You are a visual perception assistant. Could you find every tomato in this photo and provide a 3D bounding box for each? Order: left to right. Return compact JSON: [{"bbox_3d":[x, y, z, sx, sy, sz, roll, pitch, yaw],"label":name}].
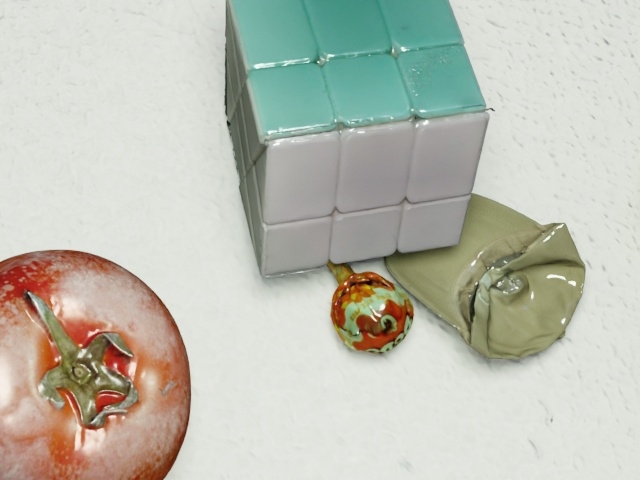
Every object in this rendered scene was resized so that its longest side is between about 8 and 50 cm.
[{"bbox_3d":[-0.261,0.143,1.414,0.270,0.227,0.270,9,71,-26],"label":"tomato"}]

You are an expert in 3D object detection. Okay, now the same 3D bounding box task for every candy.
[{"bbox_3d":[-0.001,0.000,1.564,0.078,0.084,0.288,-43,68,19],"label":"candy"}]

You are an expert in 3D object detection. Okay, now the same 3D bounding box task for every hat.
[{"bbox_3d":[0.172,0.041,1.573,0.166,0.144,0.173,-47,37,-14],"label":"hat"}]

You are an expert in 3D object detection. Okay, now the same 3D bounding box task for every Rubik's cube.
[{"bbox_3d":[0.028,-0.127,1.491,0.224,0.221,0.231,-7,53,-9],"label":"Rubik's cube"}]
